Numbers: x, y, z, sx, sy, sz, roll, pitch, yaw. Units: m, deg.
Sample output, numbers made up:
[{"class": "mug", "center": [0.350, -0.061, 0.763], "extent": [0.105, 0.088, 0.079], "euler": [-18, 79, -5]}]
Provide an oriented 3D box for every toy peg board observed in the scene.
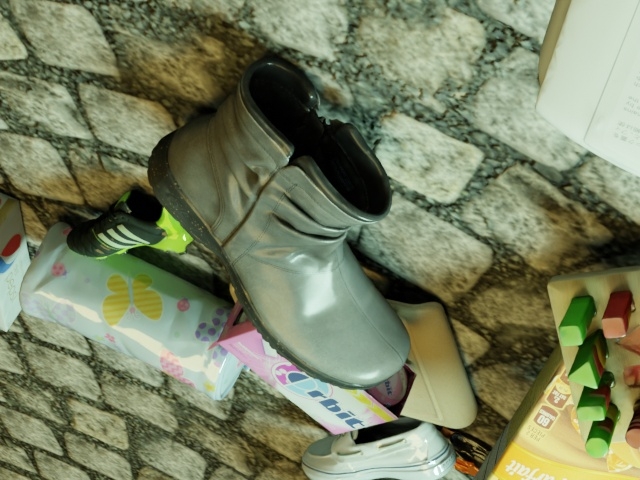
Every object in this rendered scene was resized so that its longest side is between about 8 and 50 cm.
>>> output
[{"class": "toy peg board", "center": [0.282, 0.109, 1.390], "extent": [0.160, 0.079, 0.161], "euler": [-8, 109, 22]}]

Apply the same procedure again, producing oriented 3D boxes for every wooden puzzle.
[{"class": "wooden puzzle", "center": [0.041, 0.112, 1.758], "extent": [0.238, 0.044, 0.221], "euler": [8, 145, 25]}]

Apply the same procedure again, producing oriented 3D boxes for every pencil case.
[{"class": "pencil case", "center": [-0.205, 0.081, 1.842], "extent": [0.273, 0.113, 0.124], "euler": [24, 165, 10]}]

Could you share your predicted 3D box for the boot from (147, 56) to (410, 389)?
[{"class": "boot", "center": [0.000, 0.000, 1.508], "extent": [0.338, 0.118, 0.223], "euler": [44, 147, -15]}]

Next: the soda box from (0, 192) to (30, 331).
[{"class": "soda box", "center": [-0.397, 0.021, 1.951], "extent": [0.069, 0.074, 0.216], "euler": [23, 151, 10]}]

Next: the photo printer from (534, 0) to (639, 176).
[{"class": "photo printer", "center": [0.282, -0.136, 1.070], "extent": [0.256, 0.107, 0.307], "euler": [22, 148, 8]}]

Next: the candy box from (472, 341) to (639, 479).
[{"class": "candy box", "center": [0.254, 0.230, 1.544], "extent": [0.183, 0.087, 0.316], "euler": [28, 115, 2]}]

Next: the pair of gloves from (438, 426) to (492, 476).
[{"class": "pair of gloves", "center": [0.165, 0.245, 1.888], "extent": [0.074, 0.010, 0.083], "euler": [26, 148, 7]}]

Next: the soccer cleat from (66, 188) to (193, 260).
[{"class": "soccer cleat", "center": [-0.208, -0.020, 1.749], "extent": [0.179, 0.060, 0.072], "euler": [-4, 128, 35]}]

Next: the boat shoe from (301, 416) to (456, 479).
[{"class": "boat shoe", "center": [0.060, 0.234, 1.911], "extent": [0.226, 0.083, 0.076], "euler": [-10, 114, 40]}]

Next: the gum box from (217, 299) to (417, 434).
[{"class": "gum box", "center": [-0.007, 0.119, 1.698], "extent": [0.188, 0.062, 0.107], "euler": [40, 145, -23]}]
